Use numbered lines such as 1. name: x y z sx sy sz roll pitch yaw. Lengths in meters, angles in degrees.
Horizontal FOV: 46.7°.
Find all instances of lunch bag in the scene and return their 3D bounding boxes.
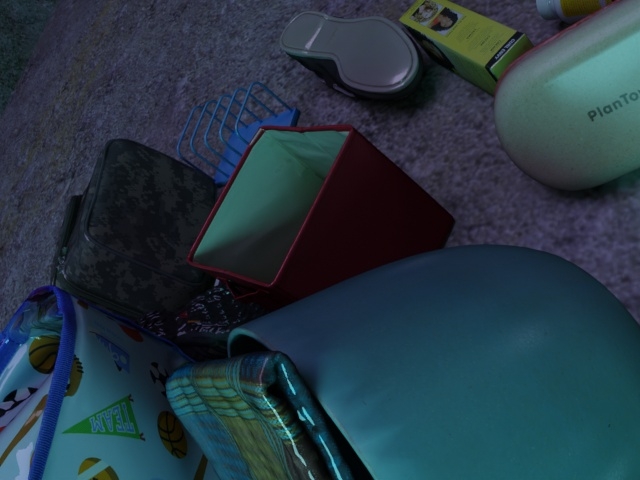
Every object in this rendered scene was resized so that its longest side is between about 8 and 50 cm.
1. lunch bag: -0.309 0.031 1.170 0.256 0.212 0.305 -53 27 32
2. lunch bag: -0.218 0.278 0.760 0.238 0.328 0.386 -18 50 33

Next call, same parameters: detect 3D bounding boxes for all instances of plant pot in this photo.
1. plant pot: 0.105 0.137 0.549 0.235 0.293 0.293 -29 30 -21

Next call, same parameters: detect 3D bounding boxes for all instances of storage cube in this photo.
1. storage cube: 0.000 0.000 0.852 0.183 0.193 0.215 11 70 52

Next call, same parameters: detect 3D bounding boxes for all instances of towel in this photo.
1. towel: -0.026 0.211 0.562 0.040 0.272 0.370 -29 -1 -21

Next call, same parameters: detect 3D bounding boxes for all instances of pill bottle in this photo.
1. pill bottle: 0.308 -0.281 0.844 0.116 0.065 0.065 10 69 51

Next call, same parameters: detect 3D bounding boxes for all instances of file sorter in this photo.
1. file sorter: -0.141 -0.178 1.234 0.170 0.104 0.118 -10 53 45

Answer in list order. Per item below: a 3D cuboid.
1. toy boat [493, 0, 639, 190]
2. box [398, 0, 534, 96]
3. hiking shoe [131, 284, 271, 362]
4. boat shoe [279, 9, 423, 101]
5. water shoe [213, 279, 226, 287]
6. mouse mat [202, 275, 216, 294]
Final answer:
1. toy boat: 0.286 -0.154 0.730 0.231 0.151 0.151 -26 14 32
2. box: 0.189 -0.241 0.929 0.058 0.087 0.232 -47 35 6
3. hiking shoe: -0.145 0.129 1.000 0.226 0.114 0.086 -13 51 5
4. boat shoe: 0.059 -0.271 1.112 0.112 0.095 0.335 -56 41 3
5. water shoe: -0.093 0.016 1.068 0.203 0.072 0.080 -62 13 -16
6. mouse mat: -0.176 0.085 1.141 0.189 0.007 0.153 -44 37 16
